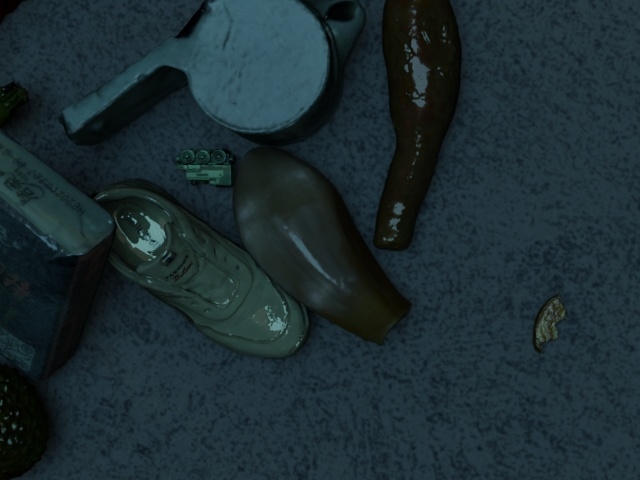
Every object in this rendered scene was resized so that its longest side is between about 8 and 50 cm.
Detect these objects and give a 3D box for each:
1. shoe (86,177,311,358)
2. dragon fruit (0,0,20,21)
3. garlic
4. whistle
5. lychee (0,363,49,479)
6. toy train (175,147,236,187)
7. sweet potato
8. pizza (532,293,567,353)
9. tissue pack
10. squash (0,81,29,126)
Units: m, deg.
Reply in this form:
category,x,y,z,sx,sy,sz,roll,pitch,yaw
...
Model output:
category,x,y,z,sx,sy,sz,roll,pitch,yaw
shoe,-0.168,0.040,1.609,0.342,0.210,0.132,37,93,6
dragon fruit,-0.492,-0.380,1.640,0.240,0.330,0.302,-11,85,-15
garlic,-0.007,0.002,1.625,0.318,0.143,0.112,53,137,6
whistle,-0.141,-0.221,1.634,0.405,0.168,0.188,-1,89,7
lychee,-0.440,0.241,1.671,0.171,0.171,0.171,0,89,7
toy train,-0.155,-0.099,1.698,0.083,0.033,0.053,0,100,10
sweet potato,0.129,-0.176,1.636,0.109,0.109,0.385,3,94,7
pizza,0.300,0.109,1.646,0.037,0.016,0.083,21,88,8
tissue pack,-0.394,0.023,1.603,0.228,0.315,0.103,37,50,7
squash,-0.536,-0.168,1.725,0.319,0.080,0.071,-4,72,14
